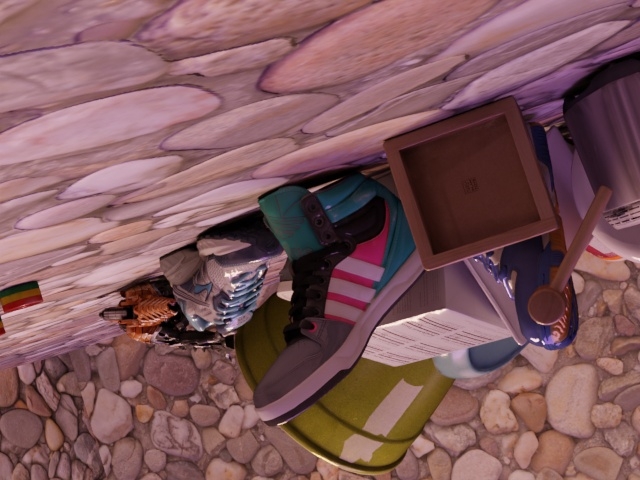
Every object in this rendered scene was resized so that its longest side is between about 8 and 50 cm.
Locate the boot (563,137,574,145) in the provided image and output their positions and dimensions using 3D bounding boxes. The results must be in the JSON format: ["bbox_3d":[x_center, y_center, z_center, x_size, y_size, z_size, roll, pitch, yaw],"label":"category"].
[{"bbox_3d":[0.298,-0.091,1.606,0.213,0.077,0.165,-10,173,-29],"label":"boot"}]

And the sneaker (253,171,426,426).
[{"bbox_3d":[-0.011,0.033,1.111,0.295,0.178,0.124,-50,-166,-30],"label":"sneaker"}]

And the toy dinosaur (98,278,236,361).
[{"bbox_3d":[-0.251,0.126,1.751,0.218,0.164,0.322,0,-165,-11],"label":"toy dinosaur"}]

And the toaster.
[{"bbox_3d":[0.321,-0.097,1.040,0.129,0.146,0.227,-17,177,-4],"label":"toaster"}]

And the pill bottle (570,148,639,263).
[{"bbox_3d":[0.482,-0.094,1.362,0.210,0.210,0.363,-20,175,37],"label":"pill bottle"}]

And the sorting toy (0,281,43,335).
[{"bbox_3d":[-0.452,0.113,1.255,0.274,0.046,0.132,-20,176,35],"label":"sorting toy"}]

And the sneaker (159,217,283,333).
[{"bbox_3d":[-0.106,0.049,1.354,0.110,0.122,0.283,-16,176,-27],"label":"sneaker"}]

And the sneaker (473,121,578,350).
[{"bbox_3d":[0.192,0.001,1.125,0.131,0.112,0.296,-10,-137,11],"label":"sneaker"}]

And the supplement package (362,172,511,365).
[{"bbox_3d":[0.116,0.032,1.316,0.203,0.194,0.149,-21,150,41],"label":"supplement package"}]

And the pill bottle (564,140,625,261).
[{"bbox_3d":[0.361,-0.058,1.473,0.121,0.121,0.221,-21,147,40],"label":"pill bottle"}]

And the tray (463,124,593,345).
[{"bbox_3d":[0.252,-0.011,1.281,0.030,0.145,0.270,-18,-157,48],"label":"tray"}]

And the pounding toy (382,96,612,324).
[{"bbox_3d":[0.182,-0.022,1.003,0.181,0.206,0.094,-19,177,14],"label":"pounding toy"}]

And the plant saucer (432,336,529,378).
[{"bbox_3d":[0.291,0.086,1.629,0.317,0.044,0.317,-32,141,-30],"label":"plant saucer"}]

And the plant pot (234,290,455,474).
[{"bbox_3d":[0.108,0.133,1.770,0.353,0.366,0.366,-49,162,25],"label":"plant pot"}]

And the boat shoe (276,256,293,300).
[{"bbox_3d":[0.069,0.033,1.556,0.319,0.099,0.116,-7,156,40],"label":"boat shoe"}]
